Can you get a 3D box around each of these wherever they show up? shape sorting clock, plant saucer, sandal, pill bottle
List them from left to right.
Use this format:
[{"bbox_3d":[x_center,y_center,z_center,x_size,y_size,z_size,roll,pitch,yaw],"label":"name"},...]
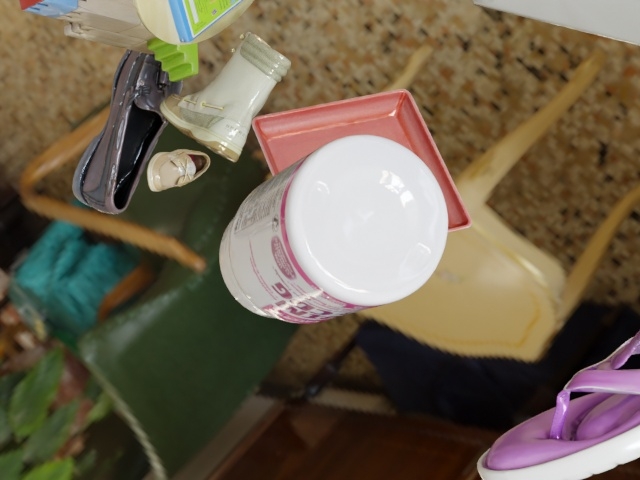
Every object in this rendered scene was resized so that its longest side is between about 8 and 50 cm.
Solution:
[{"bbox_3d":[-0.101,-0.279,1.231,0.040,0.206,0.206,38,158,27],"label":"shape sorting clock"},{"bbox_3d":[0.000,0.000,1.325,0.160,0.160,0.283,47,160,-8],"label":"pill bottle"},{"bbox_3d":[0.055,-0.089,1.922,0.047,0.259,0.259,109,143,-57],"label":"plant saucer"},{"bbox_3d":[0.337,0.123,1.262,0.169,0.416,0.102,-39,-74,-80],"label":"sandal"}]

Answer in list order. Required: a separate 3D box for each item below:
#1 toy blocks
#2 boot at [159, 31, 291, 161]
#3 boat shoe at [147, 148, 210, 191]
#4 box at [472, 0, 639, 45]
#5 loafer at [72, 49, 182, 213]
[{"bbox_3d":[-0.289,-0.408,1.673,0.191,0.381,0.261,-11,168,43],"label":"toy blocks"},{"bbox_3d":[-0.129,-0.207,1.785,0.077,0.165,0.213,30,-178,-33],"label":"boot"},{"bbox_3d":[-0.238,-0.123,2.223,0.059,0.170,0.063,-1,107,20],"label":"boat shoe"},{"bbox_3d":[0.284,-0.227,0.842,0.345,0.215,0.168,28,133,49],"label":"box"},{"bbox_3d":[-0.267,-0.178,1.968,0.109,0.302,0.095,22,-176,-46],"label":"loafer"}]
